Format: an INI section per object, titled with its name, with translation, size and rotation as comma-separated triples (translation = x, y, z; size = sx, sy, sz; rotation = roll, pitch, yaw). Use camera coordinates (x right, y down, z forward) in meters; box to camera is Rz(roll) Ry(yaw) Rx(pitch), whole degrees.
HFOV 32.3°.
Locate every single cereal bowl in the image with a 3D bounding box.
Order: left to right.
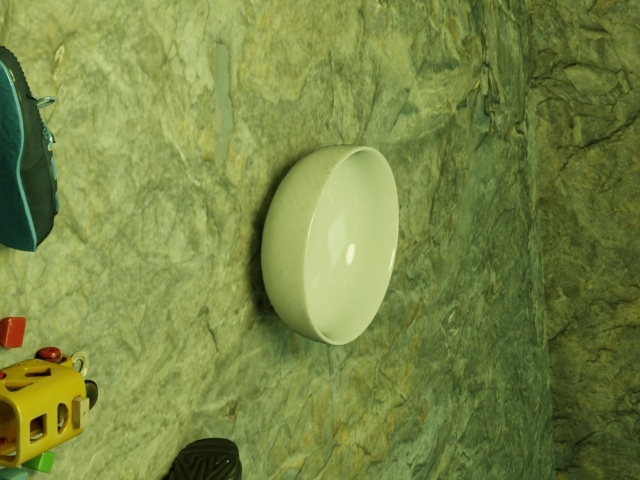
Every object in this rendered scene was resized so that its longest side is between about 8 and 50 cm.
[cereal bowl]
translation = 0.000, 0.000, 1.846
size = 0.339, 0.141, 0.339
rotation = -31, 125, -57

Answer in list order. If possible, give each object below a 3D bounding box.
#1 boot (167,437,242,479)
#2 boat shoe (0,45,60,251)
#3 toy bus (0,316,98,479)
[boot]
translation = -0.175, 0.491, 1.634
size = 0.348, 0.131, 0.260
rotation = -59, 148, -58
[boat shoe]
translation = -0.346, -0.109, 1.224
size = 0.089, 0.109, 0.258
rotation = -60, 163, -47
[toy bus]
translation = -0.327, 0.198, 1.327
size = 0.202, 0.104, 0.191
rotation = -66, 149, -25
